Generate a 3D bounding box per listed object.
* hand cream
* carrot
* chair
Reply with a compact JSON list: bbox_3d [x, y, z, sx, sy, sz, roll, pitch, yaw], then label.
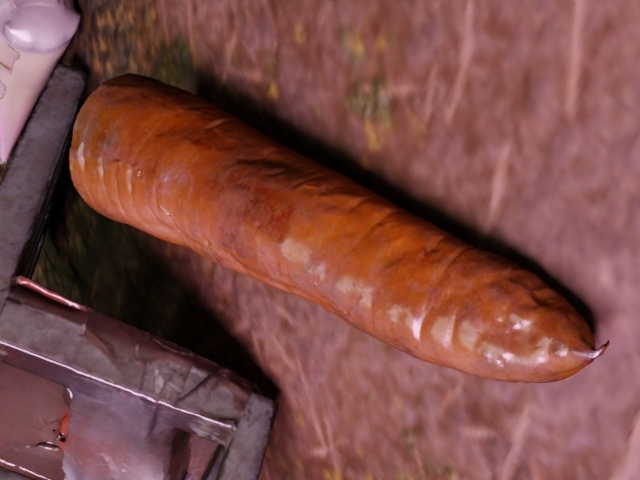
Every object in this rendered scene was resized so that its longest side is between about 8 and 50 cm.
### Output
[{"bbox_3d":[-0.152,-0.087,0.575,0.143,0.039,0.061,-34,74,60],"label":"hand cream"},{"bbox_3d":[0.000,0.000,0.377,0.224,0.057,0.057,26,124,42],"label":"carrot"},{"bbox_3d":[-0.097,0.075,0.493,0.270,0.147,0.136,-74,9,-46],"label":"chair"}]
